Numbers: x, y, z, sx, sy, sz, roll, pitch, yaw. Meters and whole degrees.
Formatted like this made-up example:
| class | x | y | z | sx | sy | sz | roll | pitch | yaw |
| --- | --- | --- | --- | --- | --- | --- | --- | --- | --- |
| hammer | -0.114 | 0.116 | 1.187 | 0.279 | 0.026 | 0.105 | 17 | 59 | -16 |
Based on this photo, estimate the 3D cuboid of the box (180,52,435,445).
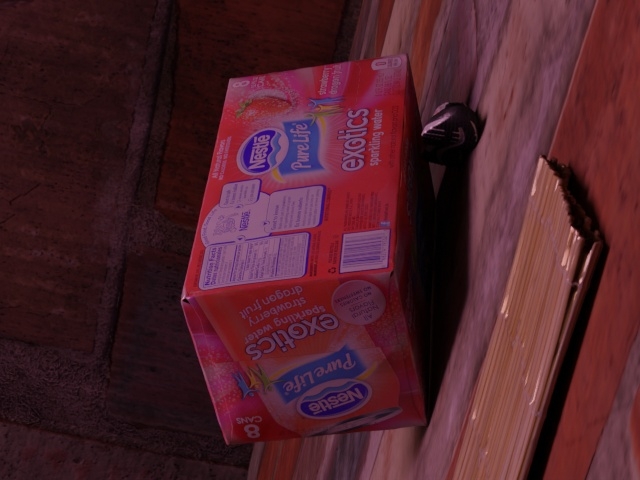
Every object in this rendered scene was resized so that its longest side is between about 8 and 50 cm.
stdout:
| class | x | y | z | sx | sy | sz | roll | pitch | yaw |
| --- | --- | --- | --- | --- | --- | --- | --- | --- | --- |
| box | 0.000 | 0.000 | 1.385 | 0.300 | 0.154 | 0.142 | -84 | -15 | -55 |

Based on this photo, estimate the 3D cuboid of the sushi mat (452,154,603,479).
| class | x | y | z | sx | sy | sz | roll | pitch | yaw |
| --- | --- | --- | --- | --- | --- | --- | --- | --- | --- |
| sushi mat | 0.088 | 0.119 | 0.957 | 0.151 | 0.019 | 0.317 | -85 | 8 | -71 |

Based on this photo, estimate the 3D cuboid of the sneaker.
| class | x | y | z | sx | sy | sz | roll | pitch | yaw |
| --- | --- | --- | --- | --- | --- | --- | --- | --- | --- |
| sneaker | 0.096 | -0.087 | 1.380 | 0.109 | 0.040 | 0.044 | 122 | 162 | -79 |
